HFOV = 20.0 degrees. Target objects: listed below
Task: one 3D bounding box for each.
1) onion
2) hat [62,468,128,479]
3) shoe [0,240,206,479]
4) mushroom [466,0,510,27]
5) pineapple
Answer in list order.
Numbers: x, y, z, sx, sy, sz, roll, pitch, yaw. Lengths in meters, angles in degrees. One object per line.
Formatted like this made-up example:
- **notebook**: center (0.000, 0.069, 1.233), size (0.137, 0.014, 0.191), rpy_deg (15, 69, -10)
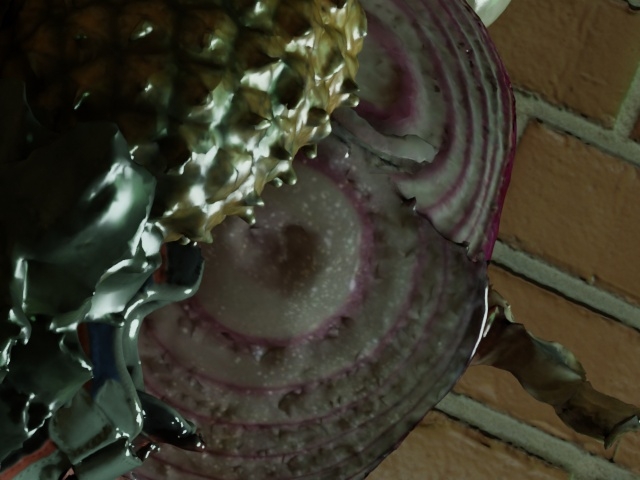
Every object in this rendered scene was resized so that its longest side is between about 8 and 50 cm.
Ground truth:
- **onion**: center (-0.025, -0.018, 0.880), size (0.256, 0.272, 0.230), rpy_deg (-26, -158, 17)
- **hat**: center (-0.161, 0.191, 1.159), size (0.107, 0.236, 0.286), rpy_deg (-35, -151, -13)
- **shoe**: center (-0.110, 0.071, 0.732), size (0.099, 0.125, 0.227), rpy_deg (167, -54, -83)
- **mushroom**: center (0.031, -0.222, 1.196), size (0.206, 0.206, 0.209), rpy_deg (-66, 152, -3)
- **pineapple**: center (-0.073, -0.010, 0.537), size (0.251, 0.125, 0.125), rpy_deg (-60, 178, -43)
